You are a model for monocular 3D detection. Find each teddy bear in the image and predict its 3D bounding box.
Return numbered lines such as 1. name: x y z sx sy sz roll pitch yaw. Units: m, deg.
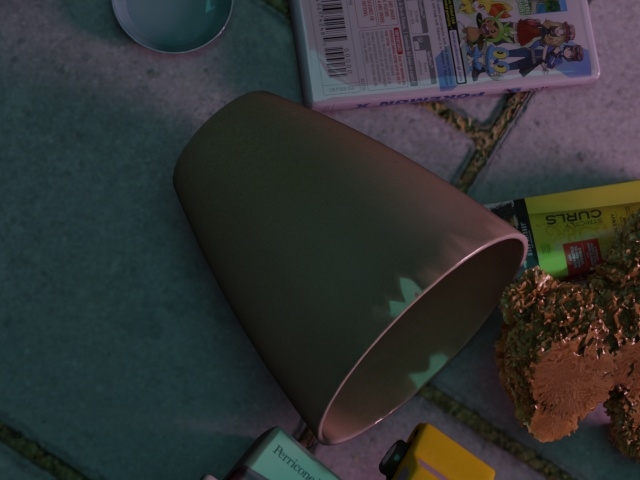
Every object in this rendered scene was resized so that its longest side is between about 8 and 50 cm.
1. teddy bear: 0.312 0.081 1.637 0.338 0.113 0.245 -28 117 -12

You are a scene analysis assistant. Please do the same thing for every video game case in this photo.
1. video game case: 0.108 -0.301 1.739 0.300 0.036 0.329 -7 79 -10

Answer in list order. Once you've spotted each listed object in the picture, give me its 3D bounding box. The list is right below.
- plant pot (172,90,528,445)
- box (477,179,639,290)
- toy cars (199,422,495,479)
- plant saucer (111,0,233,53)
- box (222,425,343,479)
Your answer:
1. plant pot: 0.000 0.000 1.569 0.256 0.256 0.274 -41 71 -15
2. box: 0.251 -0.004 1.687 0.232 0.058 0.087 -8 79 -11
3. toy cars: -0.007 0.253 1.422 0.393 0.087 0.176 -10 71 -25
4. plant saucer: -0.145 -0.236 1.690 0.119 0.021 0.119 2 79 -9
5. box: -0.063 0.301 1.537 0.148 0.127 0.232 39 75 1
